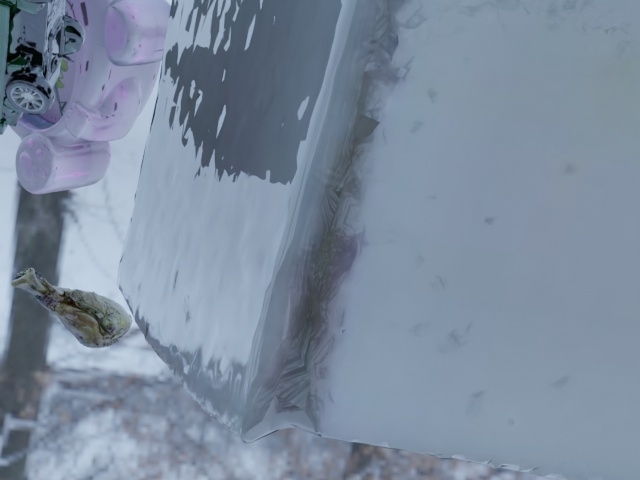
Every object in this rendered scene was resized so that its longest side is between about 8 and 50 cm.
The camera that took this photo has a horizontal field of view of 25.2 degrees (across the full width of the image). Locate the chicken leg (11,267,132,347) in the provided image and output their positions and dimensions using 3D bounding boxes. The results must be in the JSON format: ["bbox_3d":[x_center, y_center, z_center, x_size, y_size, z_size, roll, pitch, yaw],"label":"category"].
[{"bbox_3d":[-0.312,0.084,1.818,0.178,0.070,0.093,38,169,-36],"label":"chicken leg"}]

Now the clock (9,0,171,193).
[{"bbox_3d":[-0.310,-0.247,1.742,0.113,0.295,0.322,-14,157,-42],"label":"clock"}]

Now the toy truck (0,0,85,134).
[{"bbox_3d":[-0.168,-0.129,0.767,0.079,0.065,0.147,20,141,-2],"label":"toy truck"}]

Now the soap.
[{"bbox_3d":[0.145,-0.008,0.657,0.435,0.212,0.350,12,-179,-21],"label":"soap"}]
